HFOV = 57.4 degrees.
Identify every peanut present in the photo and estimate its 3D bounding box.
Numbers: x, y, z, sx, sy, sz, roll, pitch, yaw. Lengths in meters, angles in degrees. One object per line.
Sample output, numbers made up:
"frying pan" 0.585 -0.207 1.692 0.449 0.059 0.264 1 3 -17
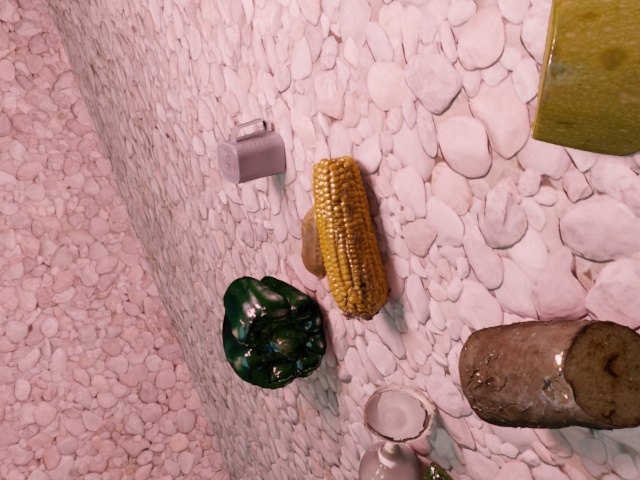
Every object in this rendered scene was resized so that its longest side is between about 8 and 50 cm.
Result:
"peanut" 0.000 0.000 1.196 0.093 0.083 0.194 36 138 24

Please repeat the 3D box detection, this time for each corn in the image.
"corn" 0.050 0.001 1.081 0.115 0.115 0.318 4 111 59

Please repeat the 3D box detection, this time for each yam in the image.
"yam" 0.288 0.176 0.766 0.254 0.153 0.154 -28 85 64

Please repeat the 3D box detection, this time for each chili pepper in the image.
"chili pepper" -0.123 0.210 1.419 0.256 0.233 0.249 40 125 55

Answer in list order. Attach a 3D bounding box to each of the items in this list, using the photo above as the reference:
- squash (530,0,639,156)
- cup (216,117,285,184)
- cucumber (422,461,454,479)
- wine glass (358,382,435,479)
"squash" 0.283 -0.167 0.602 0.184 0.085 0.192 35 138 47
"cup" -0.151 -0.199 1.282 0.095 0.129 0.128 27 128 42
"cucumber" 0.249 0.501 1.158 0.107 0.035 0.067 37 137 41
"wine glass" 0.147 0.444 1.188 0.143 0.143 0.321 39 139 42
